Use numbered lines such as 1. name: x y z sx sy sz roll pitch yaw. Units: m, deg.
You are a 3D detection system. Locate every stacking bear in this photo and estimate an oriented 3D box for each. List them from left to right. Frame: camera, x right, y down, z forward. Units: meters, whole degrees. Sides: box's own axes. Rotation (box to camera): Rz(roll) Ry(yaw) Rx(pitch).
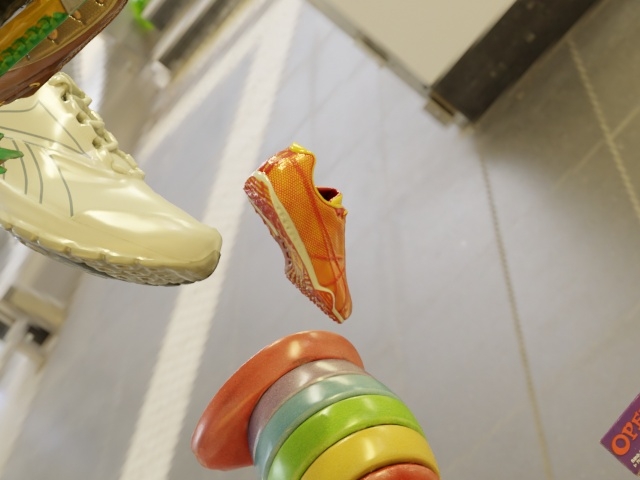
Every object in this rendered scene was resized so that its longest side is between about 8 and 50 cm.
1. stacking bear: 0.035 0.224 1.218 0.289 0.175 0.164 49 121 46

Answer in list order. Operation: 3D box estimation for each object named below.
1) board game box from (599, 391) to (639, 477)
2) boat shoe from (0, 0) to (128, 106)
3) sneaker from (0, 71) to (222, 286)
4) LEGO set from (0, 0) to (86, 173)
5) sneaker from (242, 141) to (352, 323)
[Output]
1. board game box: 0.375 0.134 1.091 0.208 0.347 0.056 -55 46 5
2. boat shoe: -0.177 -0.113 0.787 0.178 0.064 0.060 -27 -12 22
3. sneaker: -0.194 -0.061 0.970 0.129 0.297 0.111 -63 -14 -6
4. LEGO set: -0.145 -0.185 0.386 0.255 0.331 0.192 -37 -3 -21
5. sneaker: 0.000 0.000 1.086 0.067 0.175 0.064 -38 46 -17
